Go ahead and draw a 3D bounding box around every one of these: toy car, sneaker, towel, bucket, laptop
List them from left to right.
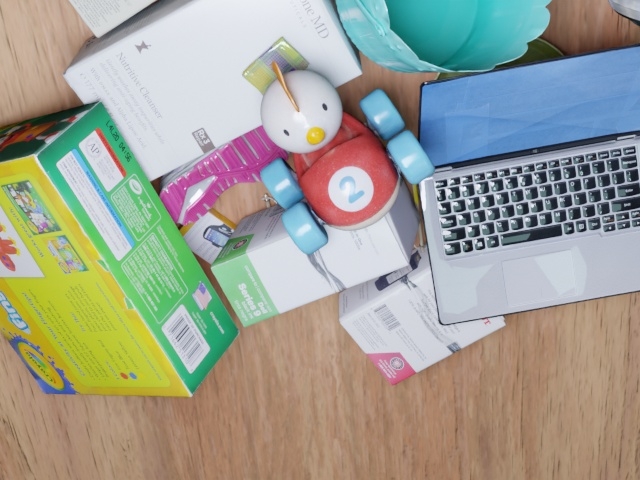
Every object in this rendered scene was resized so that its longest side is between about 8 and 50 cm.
[{"bbox_3d":[-0.161,-0.133,1.541,0.252,0.111,0.103,-31,125,-9],"label":"sneaker"},{"bbox_3d":[-0.064,-0.241,1.356,0.083,0.009,0.060,-41,112,19],"label":"towel"},{"bbox_3d":[-0.005,-0.144,1.311,0.219,0.210,0.238,-34,135,8],"label":"toy car"},{"bbox_3d":[0.161,-0.356,1.312,0.281,0.183,0.281,-2,96,-23],"label":"bucket"},{"bbox_3d":[0.351,-0.069,1.436,0.382,0.236,0.408,-10,100,1],"label":"laptop"}]

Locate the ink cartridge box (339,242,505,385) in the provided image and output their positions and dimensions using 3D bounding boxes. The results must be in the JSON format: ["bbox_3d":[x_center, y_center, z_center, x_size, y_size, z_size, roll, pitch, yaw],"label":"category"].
[{"bbox_3d":[0.176,0.118,1.673,0.237,0.100,0.172,-31,114,17],"label":"ink cartridge box"}]

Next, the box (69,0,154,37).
[{"bbox_3d":[-0.242,-0.419,1.387,0.275,0.094,0.113,-28,115,14],"label":"box"}]

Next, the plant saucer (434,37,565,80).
[{"bbox_3d":[0.289,-0.217,1.524,0.241,0.037,0.241,0,118,0],"label":"plant saucer"}]

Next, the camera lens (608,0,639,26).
[{"bbox_3d":[0.516,-0.430,1.300,0.219,0.219,0.274,1,119,0],"label":"camera lens"}]

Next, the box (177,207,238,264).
[{"bbox_3d":[-0.176,0.001,1.655,0.136,0.028,0.081,36,113,-20],"label":"box"}]

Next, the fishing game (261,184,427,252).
[{"bbox_3d":[0.041,-0.043,1.623,0.264,0.041,0.189,-10,111,12],"label":"fishing game"}]

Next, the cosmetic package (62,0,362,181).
[{"bbox_3d":[-0.152,-0.274,1.429,0.385,0.156,0.217,-26,116,15],"label":"cosmetic package"}]

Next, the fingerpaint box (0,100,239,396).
[{"bbox_3d":[-0.395,0.032,1.518,0.371,0.163,0.445,-7,122,38],"label":"fingerpaint box"}]

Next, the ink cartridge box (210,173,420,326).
[{"bbox_3d":[0.000,0.000,1.510,0.289,0.211,0.121,-21,107,19],"label":"ink cartridge box"}]
